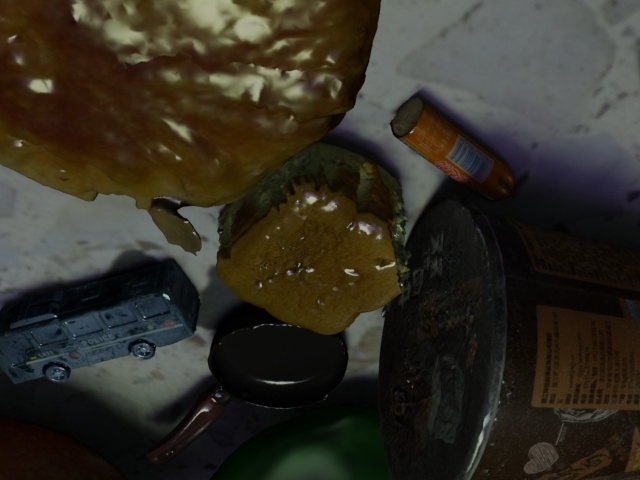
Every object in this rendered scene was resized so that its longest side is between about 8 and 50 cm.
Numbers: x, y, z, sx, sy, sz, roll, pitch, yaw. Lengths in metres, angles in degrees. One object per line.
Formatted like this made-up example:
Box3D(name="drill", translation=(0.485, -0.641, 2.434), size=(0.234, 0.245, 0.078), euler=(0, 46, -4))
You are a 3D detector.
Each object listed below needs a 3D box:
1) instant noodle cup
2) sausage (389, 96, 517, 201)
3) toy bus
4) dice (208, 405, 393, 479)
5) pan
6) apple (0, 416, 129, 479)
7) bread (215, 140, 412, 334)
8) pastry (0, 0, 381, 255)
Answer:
Box3D(name="instant noodle cup", translation=(0.169, 0.087, 0.792), size=(0.207, 0.217, 0.217), euler=(8, 135, -14))
Box3D(name="sausage", translation=(0.095, -0.055, 0.764), size=(0.107, 0.031, 0.031), euler=(34, 127, -28))
Box3D(name="toy bus", translation=(-0.177, 0.065, 0.883), size=(0.166, 0.047, 0.065), euler=(-15, 128, 15))
Box3D(name="dice", translation=(0.049, 0.331, 0.919), size=(0.300, 0.297, 0.287), euler=(9, 142, 26))
Box3D(name="pan", translation=(-0.069, 0.122, 0.938), size=(0.212, 0.040, 0.115), euler=(-39, 124, 25))
Box3D(name="apple", translation=(-0.302, 0.315, 0.945), size=(0.277, 0.348, 0.348), euler=(21, 148, 38))
Box3D(name="bread", translation=(0.000, 0.000, 0.796), size=(0.128, 0.069, 0.140), euler=(26, 131, -24))
Box3D(name="pastry", translation=(-0.112, -0.153, 0.599), size=(0.329, 0.136, 0.329), euler=(2, 136, 2))
